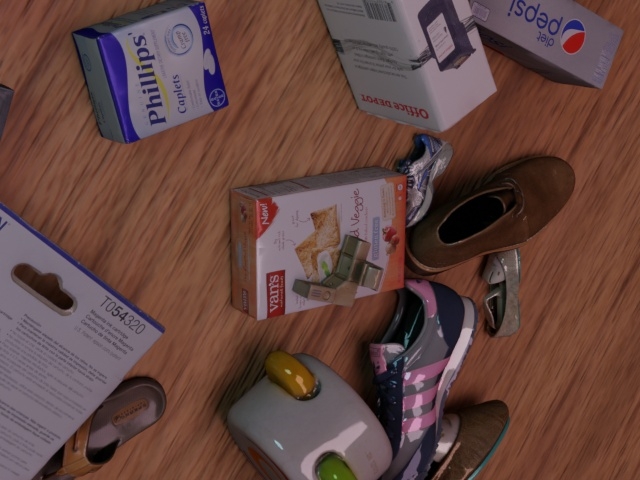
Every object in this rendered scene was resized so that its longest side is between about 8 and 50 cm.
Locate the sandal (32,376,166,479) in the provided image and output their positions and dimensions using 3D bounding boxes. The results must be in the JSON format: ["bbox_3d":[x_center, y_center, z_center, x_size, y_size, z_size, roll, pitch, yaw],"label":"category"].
[{"bbox_3d":[-0.267,0.238,1.436,0.219,0.060,0.090,-28,118,-26],"label":"sandal"}]

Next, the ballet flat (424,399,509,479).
[{"bbox_3d":[0.131,0.338,1.739,0.124,0.116,0.342,43,81,-17],"label":"ballet flat"}]

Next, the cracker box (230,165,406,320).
[{"bbox_3d":[0.000,0.000,1.552,0.232,0.067,0.156,-11,110,-32],"label":"cracker box"}]

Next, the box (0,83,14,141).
[{"bbox_3d":[-0.428,-0.069,1.230,0.183,0.056,0.231,12,97,-39],"label":"box"}]

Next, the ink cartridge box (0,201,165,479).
[{"bbox_3d":[-0.378,0.126,1.269,0.330,0.071,0.324,-48,132,-4],"label":"ink cartridge box"}]

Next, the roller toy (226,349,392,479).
[{"bbox_3d":[-0.011,0.243,1.542,0.146,0.191,0.209,-40,81,-18],"label":"roller toy"}]

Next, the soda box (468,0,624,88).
[{"bbox_3d":[0.272,-0.293,1.638,0.286,0.098,0.091,18,92,-38],"label":"soda box"}]

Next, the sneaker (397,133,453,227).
[{"bbox_3d":[0.122,-0.082,1.633,0.058,0.052,0.135,29,79,-28],"label":"sneaker"}]

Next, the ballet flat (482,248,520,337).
[{"bbox_3d":[0.259,0.067,1.768,0.052,0.057,0.168,-16,113,-21],"label":"ballet flat"}]

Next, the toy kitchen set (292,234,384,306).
[{"bbox_3d":[0.025,0.038,1.495,0.075,0.068,0.083,12,98,-38],"label":"toy kitchen set"}]

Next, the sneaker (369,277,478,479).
[{"bbox_3d":[0.102,0.202,1.656,0.131,0.112,0.319,28,72,-30],"label":"sneaker"}]

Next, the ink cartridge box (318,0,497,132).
[{"bbox_3d":[0.093,-0.264,1.471,0.100,0.172,0.237,-36,122,-22],"label":"ink cartridge box"}]

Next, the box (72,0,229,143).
[{"bbox_3d":[-0.186,-0.189,1.357,0.137,0.072,0.126,-25,117,-27],"label":"box"}]

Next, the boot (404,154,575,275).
[{"bbox_3d":[0.254,-0.044,1.676,0.305,0.115,0.112,-27,85,-29],"label":"boot"}]
